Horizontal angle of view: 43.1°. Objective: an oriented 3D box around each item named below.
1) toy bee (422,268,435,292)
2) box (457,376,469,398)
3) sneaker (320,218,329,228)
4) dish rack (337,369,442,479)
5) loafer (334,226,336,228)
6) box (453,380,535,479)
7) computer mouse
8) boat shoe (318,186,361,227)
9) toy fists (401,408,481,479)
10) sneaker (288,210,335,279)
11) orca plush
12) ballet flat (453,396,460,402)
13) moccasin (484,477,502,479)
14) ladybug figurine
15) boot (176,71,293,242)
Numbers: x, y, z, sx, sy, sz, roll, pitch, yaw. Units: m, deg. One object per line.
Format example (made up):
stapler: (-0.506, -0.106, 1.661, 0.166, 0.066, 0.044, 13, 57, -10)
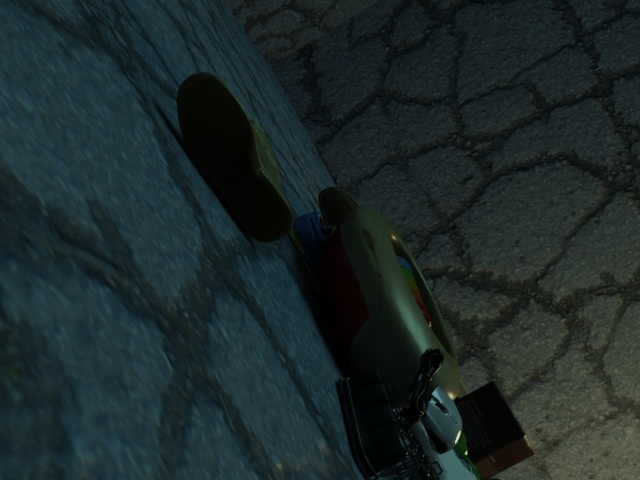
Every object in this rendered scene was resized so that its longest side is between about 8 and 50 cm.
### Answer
toy bee: (0.180, 0.215, 1.919, 0.195, 0.162, 0.298, 67, 29, -13)
box: (0.325, 0.371, 2.365, 0.148, 0.121, 0.311, 58, 7, -16)
sneaker: (0.000, 0.000, 1.721, 0.175, 0.064, 0.067, -88, 158, -74)
dish rack: (0.126, 0.330, 1.159, 0.272, 0.074, 0.208, 60, 7, -22)
loafer: (0.067, 0.028, 2.159, 0.148, 0.056, 0.050, 63, 13, 27)
box: (0.410, 0.499, 2.070, 0.167, 0.203, 0.168, 53, 10, -52)
computer mouse: (0.184, 0.260, 1.234, 0.106, 0.042, 0.193, -62, 140, -34)
boat shoe: (0.090, -0.011, 2.257, 0.324, 0.123, 0.116, 60, 8, 10)
toy fists: (0.237, 0.413, 1.577, 0.142, 0.096, 0.279, 47, 12, -24)
sneaker: (0.013, 0.028, 1.601, 0.209, 0.082, 0.069, 58, 4, -37)
orca plush: (0.197, 0.428, 1.375, 0.151, 0.102, 0.287, -30, 76, -40)
ballet flat: (0.273, 0.325, 2.136, 0.342, 0.124, 0.116, 59, 7, -8)
moccasin: (0.400, 0.641, 1.724, 0.380, 0.139, 0.147, -84, 153, -64)
ladybug figurine: (0.108, 0.120, 1.451, 0.305, 0.162, 0.449, 51, 15, -36)
boot: (-0.127, -0.145, 1.174, 0.262, 0.095, 0.203, 59, 6, -29)
